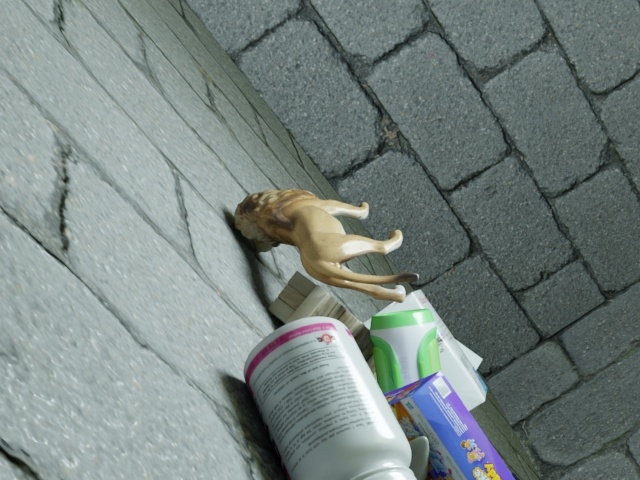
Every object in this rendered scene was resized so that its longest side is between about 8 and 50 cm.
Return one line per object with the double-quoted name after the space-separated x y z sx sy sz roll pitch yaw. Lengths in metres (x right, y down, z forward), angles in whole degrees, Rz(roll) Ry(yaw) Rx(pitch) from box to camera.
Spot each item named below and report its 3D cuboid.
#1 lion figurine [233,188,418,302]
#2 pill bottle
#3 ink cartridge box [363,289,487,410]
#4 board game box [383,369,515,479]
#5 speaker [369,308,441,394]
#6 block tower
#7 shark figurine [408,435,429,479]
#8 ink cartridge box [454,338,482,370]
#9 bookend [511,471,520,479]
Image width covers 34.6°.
0.000 0.000 1.851 0.240 0.142 0.392 7 11 -23 "lion figurine"
0.019 0.252 1.330 0.160 0.160 0.283 45 13 -52 "pill bottle"
0.201 0.268 2.201 0.270 0.197 0.198 57 9 7 "ink cartridge box"
0.207 0.398 1.667 0.347 0.078 0.233 55 -34 1 "board game box"
0.164 0.276 1.849 0.131 0.131 0.297 5 77 -80 "speaker"
0.025 0.168 1.882 0.097 0.091 0.335 35 -6 34 "block tower"
0.153 0.455 1.582 0.116 0.166 0.278 -28 90 -51 "shark figurine"
0.256 0.293 2.378 0.176 0.128 0.127 36 37 8 "ink cartridge box"
0.401 0.605 2.227 0.156 0.072 0.157 -11 46 -32 "bookend"
